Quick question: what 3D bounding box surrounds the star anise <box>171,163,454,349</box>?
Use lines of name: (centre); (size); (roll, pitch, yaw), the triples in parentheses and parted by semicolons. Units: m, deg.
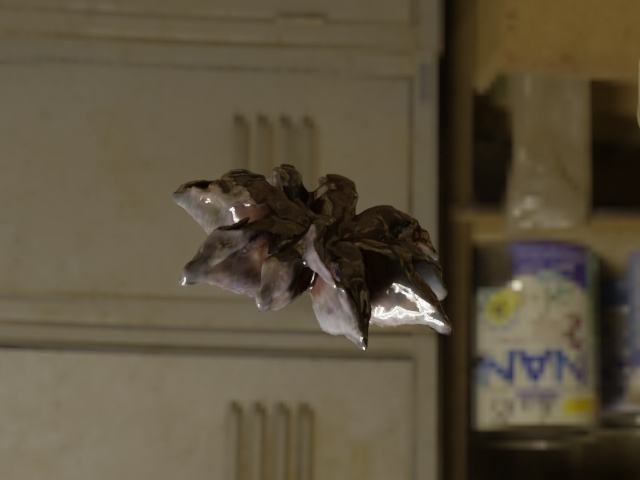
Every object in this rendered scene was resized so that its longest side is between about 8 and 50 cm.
star anise: (0.000, 0.000, 1.205); (0.195, 0.065, 0.182); (20, -156, 9)

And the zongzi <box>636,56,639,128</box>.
zongzi: (0.251, -0.016, 0.790); (0.204, 0.205, 0.094); (-17, 154, -2)
